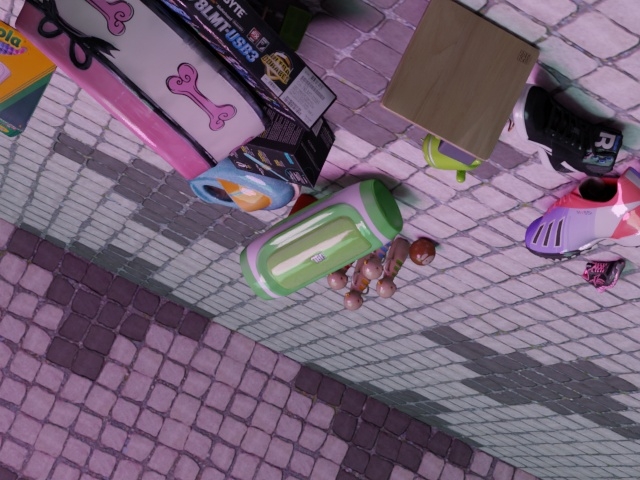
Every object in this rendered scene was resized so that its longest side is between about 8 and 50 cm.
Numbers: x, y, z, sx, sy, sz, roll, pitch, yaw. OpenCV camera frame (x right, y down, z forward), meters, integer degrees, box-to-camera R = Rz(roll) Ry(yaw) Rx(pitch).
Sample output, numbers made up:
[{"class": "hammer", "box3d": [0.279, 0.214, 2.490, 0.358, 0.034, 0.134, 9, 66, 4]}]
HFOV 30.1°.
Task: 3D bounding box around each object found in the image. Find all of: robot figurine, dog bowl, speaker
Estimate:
[{"class": "robot figurine", "box3d": [0.207, -0.142, 1.838, 0.115, 0.067, 0.101, 5, 138, 46]}, {"class": "dog bowl", "box3d": [-0.270, -0.252, 1.736, 0.408, 0.150, 0.408, 41, 177, 2]}, {"class": "speaker", "box3d": [0.000, 0.000, 2.192, 0.296, 0.131, 0.131, -28, 137, 21]}]

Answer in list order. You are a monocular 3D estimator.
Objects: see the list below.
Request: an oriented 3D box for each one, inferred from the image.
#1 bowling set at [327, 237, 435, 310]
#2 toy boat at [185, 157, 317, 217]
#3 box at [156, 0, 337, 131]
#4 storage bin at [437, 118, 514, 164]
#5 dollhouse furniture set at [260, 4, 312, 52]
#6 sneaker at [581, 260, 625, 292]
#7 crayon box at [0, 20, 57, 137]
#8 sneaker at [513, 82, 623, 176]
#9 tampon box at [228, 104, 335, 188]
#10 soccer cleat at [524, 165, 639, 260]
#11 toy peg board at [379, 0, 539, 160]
[{"class": "bowling set", "box3d": [0.111, 0.043, 2.350, 0.200, 0.154, 0.287, 12, 160, 31]}, {"class": "toy boat", "box3d": [-0.117, -0.079, 2.287, 0.267, 0.148, 0.318, 6, 155, 42]}, {"class": "box", "box3d": [-0.151, -0.299, 1.638, 0.293, 0.073, 0.295, 44, 174, -41]}, {"class": "storage bin", "box3d": [0.225, -0.167, 1.706, 0.098, 0.091, 0.135, 24, 163, -4]}, {"class": "dollhouse furniture set", "box3d": [-0.059, -0.312, 1.748, 0.076, 0.058, 0.151, 20, -177, -15]}, {"class": "sneaker", "box3d": [0.498, 0.057, 2.108, 0.057, 0.047, 0.119, 34, 161, 3]}, {"class": "crayon box", "box3d": [-0.639, -0.331, 2.172, 0.278, 0.165, 0.081, 31, 161, -24]}, {"class": "sneaker", "box3d": [0.350, -0.153, 1.633, 0.121, 0.079, 0.217, 9, 166, 30]}, {"class": "tampon box", "box3d": [-0.079, -0.176, 2.036, 0.161, 0.101, 0.120, 15, 160, 25]}, {"class": "soccer cleat", "box3d": [0.412, -0.046, 1.844, 0.116, 0.108, 0.318, 50, 157, -14]}, {"class": "toy peg board", "box3d": [0.174, -0.211, 1.559, 0.160, 0.161, 0.079, 26, 180, -12]}]
